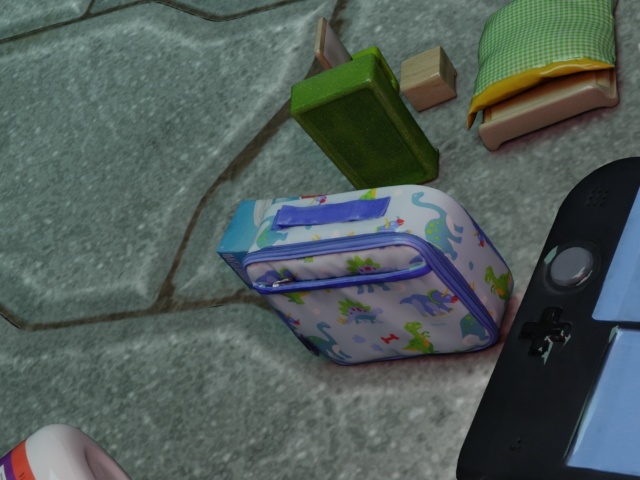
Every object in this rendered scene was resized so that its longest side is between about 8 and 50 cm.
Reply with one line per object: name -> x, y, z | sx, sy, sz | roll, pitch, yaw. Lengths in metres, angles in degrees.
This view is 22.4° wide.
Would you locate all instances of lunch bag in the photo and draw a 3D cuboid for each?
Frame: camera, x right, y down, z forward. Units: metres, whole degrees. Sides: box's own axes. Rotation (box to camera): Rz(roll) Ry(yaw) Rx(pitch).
lunch bag -> 0.048, 0.031, 1.469 | 0.219, 0.176, 0.090 | -6, 47, 36

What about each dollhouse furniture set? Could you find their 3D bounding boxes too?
dollhouse furniture set -> 0.141, -0.197, 1.649 | 0.301, 0.151, 0.197 | -20, 40, 25

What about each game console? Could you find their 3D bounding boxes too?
game console -> 0.318, 0.075, 1.287 | 0.386, 0.060, 0.342 | 1, 52, 43

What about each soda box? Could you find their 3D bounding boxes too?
soda box -> 0.000, 0.000, 1.637 | 0.210, 0.067, 0.071 | -3, 50, 39

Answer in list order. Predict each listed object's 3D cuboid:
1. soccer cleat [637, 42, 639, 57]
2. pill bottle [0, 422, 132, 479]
soccer cleat -> 0.402, -0.239, 1.472 | 0.116, 0.143, 0.331 | 12, 60, 47
pill bottle -> -0.307, 0.325, 1.466 | 0.323, 0.181, 0.181 | -38, 36, 2
